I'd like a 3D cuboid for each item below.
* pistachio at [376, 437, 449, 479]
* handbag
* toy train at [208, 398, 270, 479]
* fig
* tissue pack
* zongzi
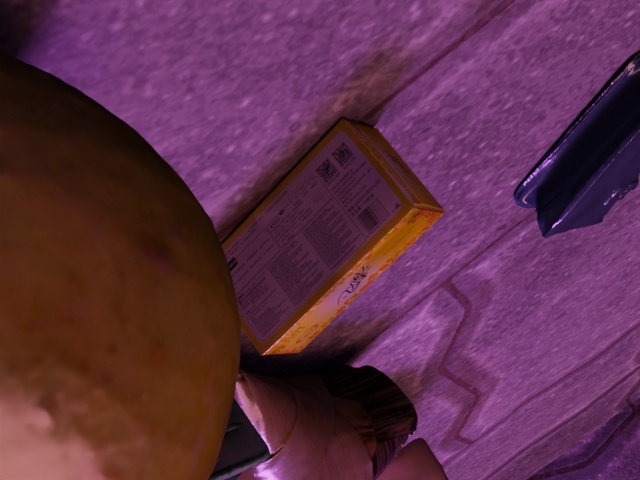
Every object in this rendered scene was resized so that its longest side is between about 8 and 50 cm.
[{"bbox_3d":[0.034,0.421,1.610,0.445,0.281,0.365,-3,114,-66],"label":"pistachio"},{"bbox_3d":[0.325,-0.101,1.281,0.179,0.062,0.229,-11,147,-48],"label":"handbag"},{"bbox_3d":[-0.196,0.219,1.031,0.266,0.145,0.202,-14,146,-46],"label":"toy train"},{"bbox_3d":[-0.176,0.026,0.535,0.258,0.258,0.326,-35,142,-6],"label":"fig"},{"bbox_3d":[0.000,0.000,0.948,0.176,0.095,0.062,-46,158,21],"label":"tissue pack"},{"bbox_3d":[-0.003,0.174,1.250,0.289,0.154,0.318,-32,152,-34],"label":"zongzi"}]
